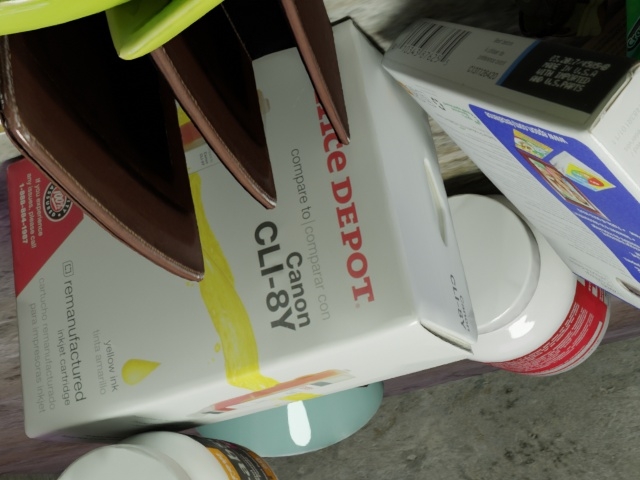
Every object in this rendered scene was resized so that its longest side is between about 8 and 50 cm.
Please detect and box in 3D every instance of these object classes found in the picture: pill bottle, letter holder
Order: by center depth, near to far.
[{"bbox_3d":[-0.073,-0.110,0.569,0.152,0.214,0.302,-13,161,7],"label":"letter holder"},{"bbox_3d":[-0.138,0.266,0.843,0.162,0.162,0.278,-14,162,8],"label":"pill bottle"},{"bbox_3d":[0.264,0.066,1.257,0.229,0.229,0.408,-19,160,23],"label":"pill bottle"}]

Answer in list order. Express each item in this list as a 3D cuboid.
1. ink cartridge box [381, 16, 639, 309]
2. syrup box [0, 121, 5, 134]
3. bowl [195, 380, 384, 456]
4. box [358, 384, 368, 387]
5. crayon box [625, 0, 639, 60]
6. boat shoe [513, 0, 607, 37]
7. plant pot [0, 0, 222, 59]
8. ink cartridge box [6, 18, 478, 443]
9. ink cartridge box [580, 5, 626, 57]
[{"bbox_3d":[0.218,-0.038,0.691,0.307,0.303,0.072,39,91,-27],"label":"ink cartridge box"},{"bbox_3d":[-0.338,-0.108,0.615,0.237,0.093,0.096,-13,161,7],"label":"syrup box"},{"bbox_3d":[-0.061,0.173,1.377,0.311,0.163,0.311,-4,-155,2],"label":"bowl"},{"bbox_3d":[0.002,0.085,1.085,0.191,0.143,0.381,1,162,-8],"label":"box"},{"bbox_3d":[0.313,-0.170,0.639,0.081,0.165,0.278,-2,175,42],"label":"crayon box"},{"bbox_3d":[0.169,-0.198,0.654,0.073,0.080,0.223,-17,168,15],"label":"boat shoe"},{"bbox_3d":[-0.085,-0.200,0.299,0.228,0.227,0.207,-26,162,37],"label":"plant pot"},{"bbox_3d":[-0.083,0.009,0.819,0.385,0.279,0.160,-18,159,21],"label":"ink cartridge box"},{"bbox_3d":[0.344,-0.139,0.877,0.235,0.088,0.193,1,147,-34],"label":"ink cartridge box"}]
